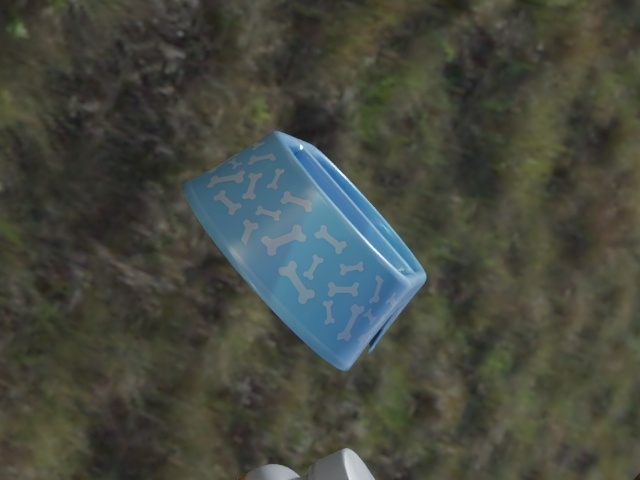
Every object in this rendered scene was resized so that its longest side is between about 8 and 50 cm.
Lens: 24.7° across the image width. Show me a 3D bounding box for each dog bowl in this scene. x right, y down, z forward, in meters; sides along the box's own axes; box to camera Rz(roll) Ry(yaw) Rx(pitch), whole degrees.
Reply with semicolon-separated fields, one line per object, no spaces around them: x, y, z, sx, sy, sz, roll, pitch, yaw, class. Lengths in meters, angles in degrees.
0.000;0.000;1.034;0.074;0.166;0.297;-42;175;6;dog bowl

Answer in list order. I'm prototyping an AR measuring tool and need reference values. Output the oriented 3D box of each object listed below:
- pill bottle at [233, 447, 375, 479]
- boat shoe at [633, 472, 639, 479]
-0.063;0.273;1.229;0.245;0.136;0.136;-28;159;10;pill bottle
0.246;0.171;0.985;0.060;0.064;0.178;-9;160;-29;boat shoe
